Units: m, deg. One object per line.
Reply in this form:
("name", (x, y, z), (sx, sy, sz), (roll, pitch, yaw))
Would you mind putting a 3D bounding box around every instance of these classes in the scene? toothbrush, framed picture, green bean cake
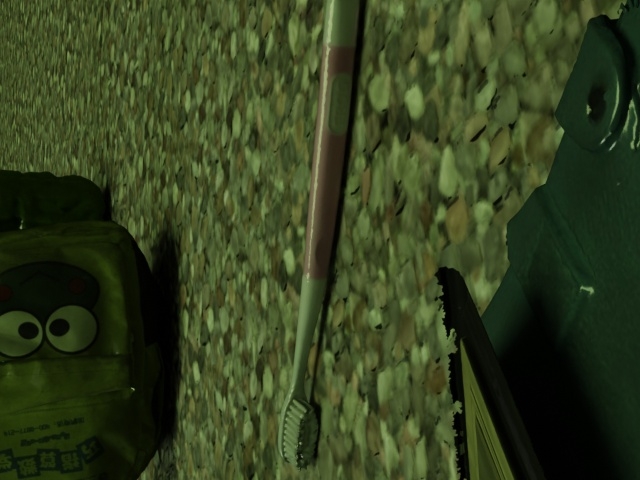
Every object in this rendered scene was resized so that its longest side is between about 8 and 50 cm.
("toothbrush", (0.000, 0.000, 0.675), (0.025, 0.020, 0.286), (29, 117, 57))
("framed picture", (0.075, 0.140, 0.380), (0.199, 0.010, 0.195), (78, 176, -50))
("green bean cake", (-0.362, 0.035, 1.289), (0.125, 0.248, 0.222), (156, 114, -65))

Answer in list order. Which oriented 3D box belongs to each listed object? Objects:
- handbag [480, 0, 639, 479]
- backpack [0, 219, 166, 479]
("handbag", (0.116, -0.007, 0.316), (0.179, 0.062, 0.229), (-112, 31, -46))
("backpack", (-0.237, 0.113, 1.040), (0.140, 0.207, 0.253), (152, 110, -83))
